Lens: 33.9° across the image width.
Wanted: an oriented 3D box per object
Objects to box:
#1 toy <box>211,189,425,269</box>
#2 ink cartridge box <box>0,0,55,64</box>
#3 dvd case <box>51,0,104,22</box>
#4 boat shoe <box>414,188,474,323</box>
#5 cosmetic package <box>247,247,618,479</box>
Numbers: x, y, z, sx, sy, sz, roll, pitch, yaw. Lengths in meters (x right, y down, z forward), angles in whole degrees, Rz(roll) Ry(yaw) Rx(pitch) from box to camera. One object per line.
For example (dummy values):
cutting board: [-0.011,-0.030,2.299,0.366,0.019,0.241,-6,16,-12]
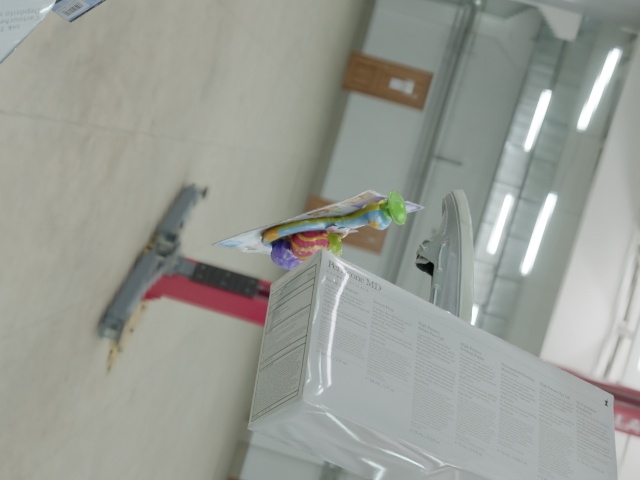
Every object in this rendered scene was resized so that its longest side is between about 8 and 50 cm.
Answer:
toy: [0.000,0.000,1.304,0.137,0.237,0.056,12,62,-55]
ink cartridge box: [-0.321,-0.260,0.878,0.091,0.308,0.385,-16,151,-33]
dvd case: [-0.401,-0.439,1.621,0.253,0.180,0.022,29,38,-58]
boat shoe: [0.174,0.030,1.491,0.079,0.081,0.227,85,7,-66]
cosmetic package: [0.075,0.102,0.629,0.060,0.239,0.098,-35,-144,45]
